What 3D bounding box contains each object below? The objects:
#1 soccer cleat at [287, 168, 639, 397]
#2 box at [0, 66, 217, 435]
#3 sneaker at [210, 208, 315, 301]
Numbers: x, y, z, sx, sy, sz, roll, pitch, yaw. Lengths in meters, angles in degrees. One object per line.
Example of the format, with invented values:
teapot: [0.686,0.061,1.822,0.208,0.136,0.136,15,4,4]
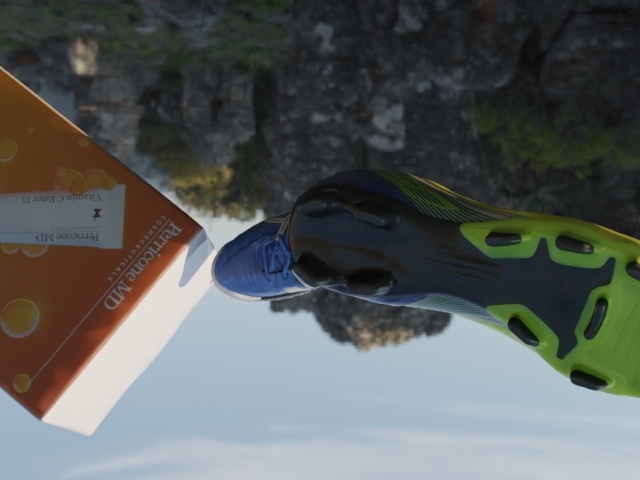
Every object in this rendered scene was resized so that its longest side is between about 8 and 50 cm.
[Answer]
soccer cleat: [0.118,0.013,0.615,0.289,0.094,0.121,17,-159,25]
box: [-0.293,-0.012,0.943,0.345,0.215,0.168,37,169,10]
sneaker: [0.000,0.000,0.867,0.211,0.080,0.081,-17,170,12]
